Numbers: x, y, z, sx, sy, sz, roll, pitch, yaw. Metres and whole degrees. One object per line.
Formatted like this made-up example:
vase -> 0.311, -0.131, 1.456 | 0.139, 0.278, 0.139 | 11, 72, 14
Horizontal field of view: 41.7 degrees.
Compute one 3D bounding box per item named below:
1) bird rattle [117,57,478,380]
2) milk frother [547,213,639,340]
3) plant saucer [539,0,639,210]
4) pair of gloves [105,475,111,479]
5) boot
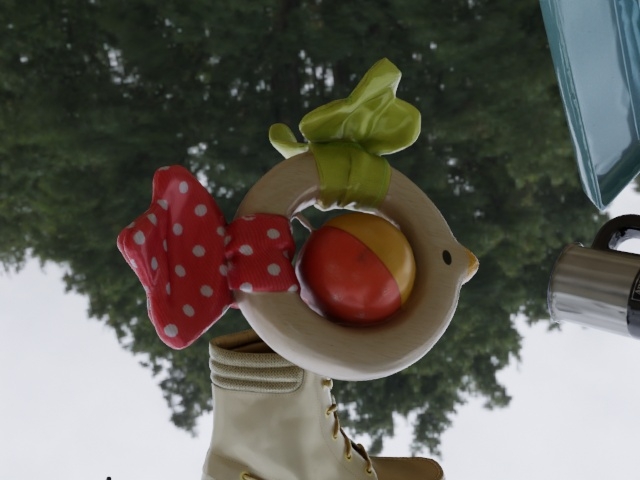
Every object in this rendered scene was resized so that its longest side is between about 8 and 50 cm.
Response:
bird rattle -> 0.000, 0.000, 0.566 | 0.207, 0.143, 0.253 | 43, -130, 4
milk frother -> 0.317, 0.061, 0.815 | 0.135, 0.143, 0.129 | 14, -129, 42
plant saucer -> 0.145, -0.109, 0.444 | 0.067, 0.192, 0.018 | -42, -142, -23
pair of gloves -> -0.213, 0.246, 0.736 | 0.083, 0.010, 0.074 | -3, -119, -8
boot -> 0.012, 0.182, 0.833 | 0.262, 0.203, 0.095 | 1, -170, -15
